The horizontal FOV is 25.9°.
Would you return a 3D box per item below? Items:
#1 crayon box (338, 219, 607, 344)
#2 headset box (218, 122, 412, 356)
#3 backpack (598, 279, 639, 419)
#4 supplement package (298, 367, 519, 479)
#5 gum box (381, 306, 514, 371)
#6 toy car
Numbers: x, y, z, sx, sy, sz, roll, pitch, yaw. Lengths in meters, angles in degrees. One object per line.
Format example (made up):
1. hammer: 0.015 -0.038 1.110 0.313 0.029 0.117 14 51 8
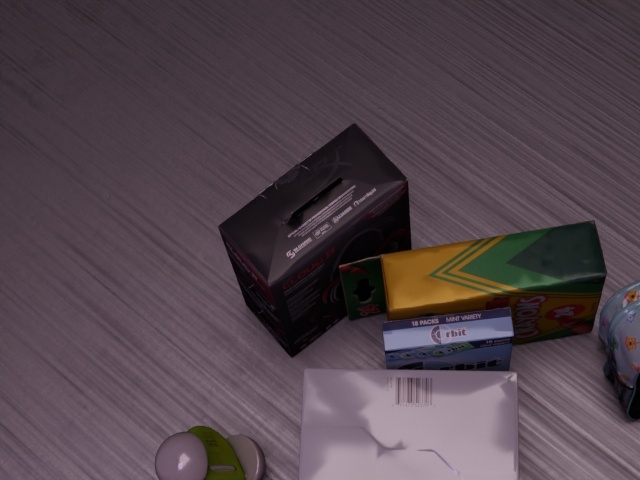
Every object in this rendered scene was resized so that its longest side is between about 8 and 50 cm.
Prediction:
1. crayon box: 0.190 0.073 1.758 0.318 0.202 0.081 -9 66 2
2. headset box: 0.000 0.000 1.754 0.218 0.293 0.110 -37 68 -12
3. backpack: 0.432 0.118 1.722 0.165 0.188 0.144 -21 66 -3
4. supplement package: 0.110 0.273 1.706 0.261 0.145 0.204 1 67 5
5. gum box: 0.159 0.141 1.738 0.157 0.184 0.041 -6 66 2
6. toy car: -0.144 0.325 1.723 0.136 0.159 0.182 -35 63 30
